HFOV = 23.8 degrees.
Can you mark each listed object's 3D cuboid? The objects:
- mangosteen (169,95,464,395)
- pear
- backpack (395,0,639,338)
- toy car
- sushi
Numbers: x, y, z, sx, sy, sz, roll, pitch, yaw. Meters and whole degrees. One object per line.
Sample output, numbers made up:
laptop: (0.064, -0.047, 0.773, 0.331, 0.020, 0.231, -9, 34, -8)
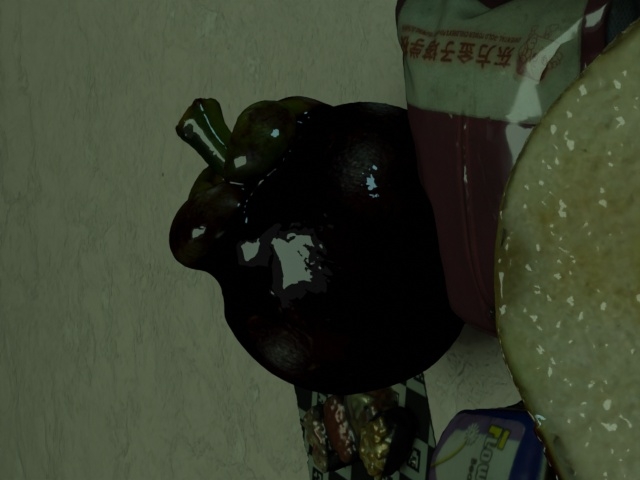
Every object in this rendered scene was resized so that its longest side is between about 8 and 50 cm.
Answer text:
mangosteen: (0.011, 0.006, 1.469, 0.297, 0.313, 0.297, -12, 75, 53)
pear: (0.297, 0.027, 1.053, 0.340, 0.191, 0.386, 13, 94, 15)
backpack: (0.196, -0.064, 1.268, 0.283, 0.197, 0.317, 16, 112, 57)
toy car: (0.178, 0.214, 1.323, 0.235, 0.158, 0.172, -4, 72, 60)
sushi: (0.024, 0.204, 1.732, 0.290, 0.050, 0.264, -24, 73, 59)
